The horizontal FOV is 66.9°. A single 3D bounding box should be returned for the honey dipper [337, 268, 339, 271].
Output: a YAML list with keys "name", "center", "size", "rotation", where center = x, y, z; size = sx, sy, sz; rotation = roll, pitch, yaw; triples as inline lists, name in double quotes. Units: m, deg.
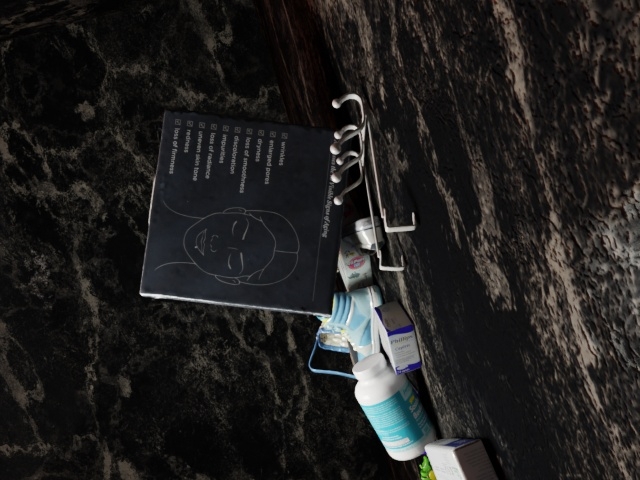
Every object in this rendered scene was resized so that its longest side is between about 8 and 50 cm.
- name: "honey dipper"
  center: [0.032, 0.038, 1.728]
  size: [0.030, 0.031, 0.160]
  rotation: [85, 171, -73]

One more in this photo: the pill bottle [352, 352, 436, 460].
- name: "pill bottle"
  center: [0.189, 0.437, 1.296]
  size: [0.264, 0.146, 0.146]
  rotation: [60, 178, -6]

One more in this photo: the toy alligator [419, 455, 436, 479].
- name: "toy alligator"
  center: [0.333, 0.715, 1.505]
  size: [0.056, 0.052, 0.189]
  rotation: [167, 87, -86]

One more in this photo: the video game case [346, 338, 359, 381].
- name: "video game case"
  center: [0.154, 0.505, 1.785]
  size: [0.248, 0.035, 0.274]
  rotation: [76, 176, -60]

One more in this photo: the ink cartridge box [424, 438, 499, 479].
- name: "ink cartridge box"
  center: [0.314, 0.553, 0.928]
  size: [0.324, 0.072, 0.329]
  rotation: [84, 166, -68]

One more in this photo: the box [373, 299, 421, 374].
- name: "box"
  center: [0.198, 0.248, 1.250]
  size: [0.126, 0.072, 0.137]
  rotation: [-114, 7, -66]

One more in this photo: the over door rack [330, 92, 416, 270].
- name: "over door rack"
  center: [0.088, -0.109, 1.020]
  size: [0.239, 0.108, 0.324]
  rotation: [80, 173, -67]

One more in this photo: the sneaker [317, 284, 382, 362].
- name: "sneaker"
  center: [0.091, 0.295, 1.598]
  size: [0.127, 0.209, 0.318]
  rotation: [-107, 15, -67]

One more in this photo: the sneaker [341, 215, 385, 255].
- name: "sneaker"
  center: [0.109, -0.001, 1.297]
  size: [0.258, 0.094, 0.091]
  rotation: [122, 135, -84]

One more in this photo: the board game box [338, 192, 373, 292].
- name: "board game box"
  center: [0.091, 0.009, 1.622]
  size: [0.303, 0.098, 0.224]
  rotation: [75, 175, -47]

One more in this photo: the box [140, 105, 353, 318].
- name: "box"
  center: [-0.180, -0.064, 1.311]
  size: [0.297, 0.473, 0.479]
  rotation: [110, 167, -87]

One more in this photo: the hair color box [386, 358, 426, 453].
- name: "hair color box"
  center: [0.245, 0.524, 1.551]
  size: [0.339, 0.110, 0.185]
  rotation: [-129, 22, -86]

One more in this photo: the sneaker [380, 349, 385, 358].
- name: "sneaker"
  center: [0.228, 0.524, 1.890]
  size: [0.151, 0.094, 0.255]
  rotation: [-101, -13, -60]

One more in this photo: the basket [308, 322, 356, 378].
- name: "basket"
  center: [0.102, 0.443, 2.079]
  size: [0.201, 0.255, 0.288]
  rotation: [83, -160, -50]
